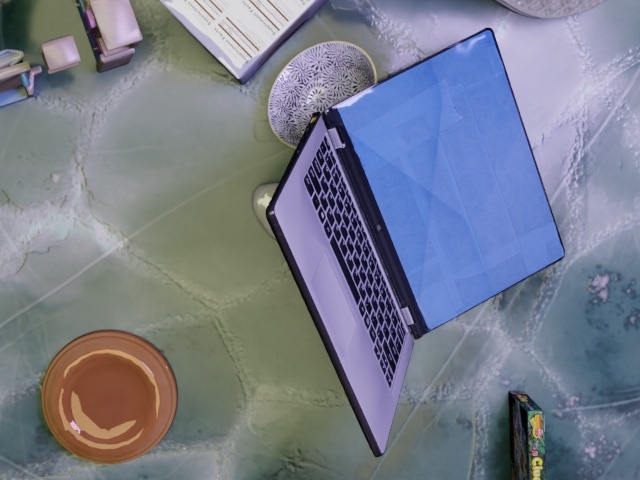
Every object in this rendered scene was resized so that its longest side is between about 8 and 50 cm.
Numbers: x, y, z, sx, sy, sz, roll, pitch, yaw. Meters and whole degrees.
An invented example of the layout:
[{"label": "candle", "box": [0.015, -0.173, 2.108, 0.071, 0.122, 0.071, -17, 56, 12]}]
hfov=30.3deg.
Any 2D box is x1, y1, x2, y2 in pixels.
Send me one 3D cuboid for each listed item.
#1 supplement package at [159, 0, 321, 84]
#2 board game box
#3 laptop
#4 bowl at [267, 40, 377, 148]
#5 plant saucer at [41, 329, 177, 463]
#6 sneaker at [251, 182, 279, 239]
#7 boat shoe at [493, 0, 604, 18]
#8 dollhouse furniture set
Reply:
[{"label": "supplement package", "box": [-0.089, -0.336, 1.604, 0.203, 0.194, 0.149, -45, 95, 3]}, {"label": "board game box", "box": [0.302, 0.360, 1.718, 0.030, 0.136, 0.260, -3, 96, -5]}, {"label": "laptop", "box": [0.148, -0.005, 1.553, 0.236, 0.408, 0.382, -13, 117, 22]}, {"label": "bowl", "box": [0.017, -0.188, 1.667, 0.170, 0.080, 0.170, -12, 63, 24]}, {"label": "plant saucer", "box": [-0.310, 0.232, 1.728, 0.199, 0.037, 0.200, 0, 95, -3]}, {"label": "sneaker", "box": [0.000, 0.000, 1.679, 0.232, 0.115, 0.090, 38, 93, -5]}, {"label": "boat shoe", "box": [0.220, -0.409, 1.576, 0.500, 0.156, 0.187, -3, 134, -30]}, {"label": "dollhouse furniture set", "box": [-0.419, -0.291, 1.548, 0.303, 0.286, 0.198, -21, 96, -12]}]
